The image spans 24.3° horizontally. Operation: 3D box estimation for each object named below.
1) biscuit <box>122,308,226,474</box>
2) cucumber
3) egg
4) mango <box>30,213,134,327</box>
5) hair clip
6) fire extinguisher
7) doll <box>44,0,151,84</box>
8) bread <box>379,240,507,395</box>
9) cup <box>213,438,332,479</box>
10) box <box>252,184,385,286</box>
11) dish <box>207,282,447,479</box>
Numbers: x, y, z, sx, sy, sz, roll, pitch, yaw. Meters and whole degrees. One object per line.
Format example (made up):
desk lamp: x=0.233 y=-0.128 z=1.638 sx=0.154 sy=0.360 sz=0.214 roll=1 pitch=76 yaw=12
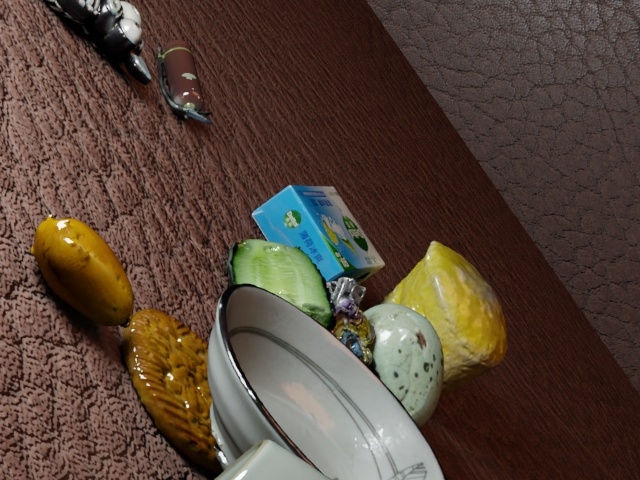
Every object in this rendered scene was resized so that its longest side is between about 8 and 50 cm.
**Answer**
biscuit: x=-0.127 y=0.146 z=1.464 sx=0.188 sy=0.027 sz=0.188 roll=49 pitch=18 yaw=-22
cucumber: x=-0.053 y=0.065 z=1.743 sx=0.193 sy=0.115 sz=0.086 roll=-108 pitch=-160 yaw=-58
egg: x=0.097 y=0.160 z=1.889 sx=0.131 sy=0.131 sz=0.164 roll=20 pitch=44 yaw=-64
mango: x=-0.219 y=0.030 z=1.371 sx=0.127 sy=0.063 sz=0.077 roll=53 pitch=10 yaw=-24
hair clip: x=0.021 y=0.128 z=1.789 sx=0.116 sy=0.049 sz=0.172 roll=34 pitch=52 yaw=-45
fire extinguisher: x=-0.184 y=-0.210 z=1.989 sx=0.064 sy=0.043 sz=0.158 roll=11 pitch=36 yaw=-23
doll: x=-0.276 y=-0.281 z=1.824 sx=0.219 sy=0.067 sz=0.091 roll=44 pitch=15 yaw=-37
bread: x=0.172 y=0.115 z=2.117 sx=0.197 sy=0.170 sz=0.197 roll=47 pitch=17 yaw=-19
cup: x=-0.020 y=0.298 z=1.261 sx=0.234 sy=0.186 sz=0.258 roll=47 pitch=-14 yaw=1
box: x=-0.001 y=0.000 z=2.031 sx=0.139 sy=0.073 sz=0.194 roll=57 pitch=16 yaw=9
dish: x=-0.016 y=0.188 z=1.439 sx=0.316 sy=0.106 sz=0.316 roll=42 pitch=17 yaw=-16
